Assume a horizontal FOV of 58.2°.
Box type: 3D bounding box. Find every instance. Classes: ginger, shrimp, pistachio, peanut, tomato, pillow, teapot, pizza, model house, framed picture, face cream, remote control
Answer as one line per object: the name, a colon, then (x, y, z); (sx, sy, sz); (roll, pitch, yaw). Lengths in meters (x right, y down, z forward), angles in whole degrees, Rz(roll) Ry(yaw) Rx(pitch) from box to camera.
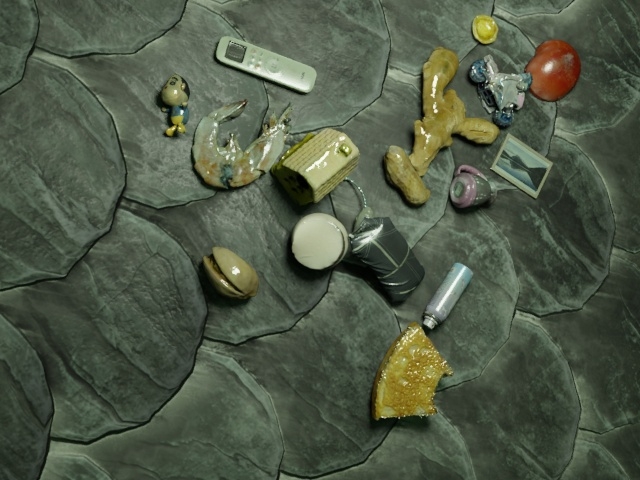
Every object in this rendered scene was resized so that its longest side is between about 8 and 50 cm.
ginger: (0.387, -0.418, 1.863); (0.348, 0.122, 0.363); (-34, 106, -24)
shrimp: (-0.223, -0.308, 1.710); (0.360, 0.085, 0.247); (-42, 91, -10)
pistachio: (-0.257, 0.098, 1.652); (0.124, 0.124, 0.185); (-42, 91, -14)
peanut: (0.270, -0.204, 1.831); (0.099, 0.099, 0.214); (-45, 103, -14)
tomato: (0.835, -0.599, 2.008); (0.199, 0.112, 0.228); (31, 82, -14)
pillow: (0.206, 0.051, 1.759); (0.161, 0.093, 0.335); (-51, 124, -19)
teapot: (0.501, -0.169, 1.899); (0.146, 0.148, 0.116); (2, 122, -27)
pizza: (0.286, 0.428, 1.795); (0.223, 0.089, 0.323); (26, 82, -7)
model house: (-0.012, -0.224, 1.677); (0.193, 0.234, 0.174); (-41, 97, -15)
framed picture: (0.697, -0.258, 1.993); (0.203, 0.015, 0.150); (31, 79, -12)
face cream: (0.403, 0.183, 1.851); (0.075, 0.075, 0.229); (38, 78, -10)
remote control: (-0.164, -0.533, 1.755); (0.310, 0.038, 0.090); (18, 82, -14)

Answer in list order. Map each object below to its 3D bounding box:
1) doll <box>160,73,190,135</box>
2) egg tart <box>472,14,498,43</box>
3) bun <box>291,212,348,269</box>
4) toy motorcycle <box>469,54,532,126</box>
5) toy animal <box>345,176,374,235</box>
doll: (-0.417, -0.395, 1.655); (0.089, 0.102, 0.179); (12, 76, -58)
egg tart: (0.557, -0.720, 1.971); (0.105, 0.039, 0.105); (1, 86, -16)
bun: (0.000, 0.000, 1.725); (0.173, 0.120, 0.172); (1, 100, 7)
toy motorcycle: (0.625, -0.529, 1.948); (0.204, 0.108, 0.239); (-35, 117, -11)
toy animal: (0.126, -0.088, 1.795); (0.079, 0.070, 0.252); (-11, 87, -29)
